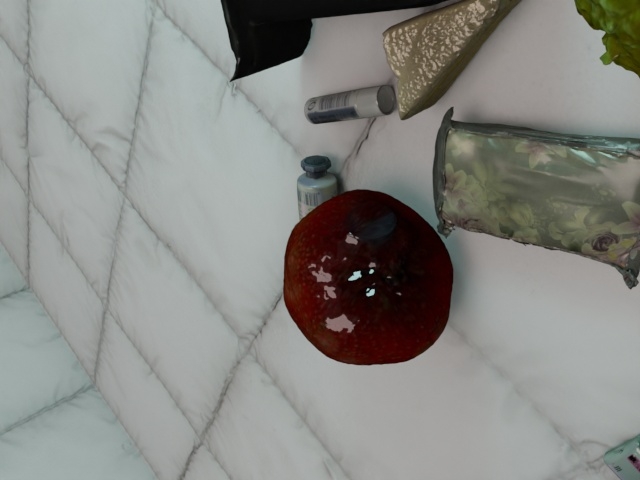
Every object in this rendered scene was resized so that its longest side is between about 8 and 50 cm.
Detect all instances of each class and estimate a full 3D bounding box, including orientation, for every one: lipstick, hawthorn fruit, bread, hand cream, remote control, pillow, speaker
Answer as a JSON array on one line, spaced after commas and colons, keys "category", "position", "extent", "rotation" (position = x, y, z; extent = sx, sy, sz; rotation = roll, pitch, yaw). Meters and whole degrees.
[{"category": "lipstick", "position": [0.036, -0.183, 0.786], "extent": [0.141, 0.040, 0.040], "rotation": [4, 113, 45]}, {"category": "hawthorn fruit", "position": [0.037, 0.055, 0.786], "extent": [0.266, 0.210, 0.230], "rotation": [-14, 96, 54]}, {"category": "bread", "position": [0.151, -0.202, 0.626], "extent": [0.152, 0.077, 0.105], "rotation": [-4, 112, 44]}, {"category": "hand cream", "position": [0.000, 0.000, 0.913], "extent": [0.095, 0.059, 0.276], "rotation": [23, 131, 36]}, {"category": "remote control", "position": [0.407, 0.306, 0.658], "extent": [0.166, 0.029, 0.065], "rotation": [49, 138, 17]}, {"category": "pillow", "position": [0.237, -0.054, 0.629], "extent": [0.254, 0.059, 0.169], "rotation": [19, 123, 38]}, {"category": "speaker", "position": [0.043, -0.288, 0.632], "extent": [0.388, 0.180, 0.184], "rotation": [13, 126, 43]}]

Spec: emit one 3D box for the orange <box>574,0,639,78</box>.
[{"category": "orange", "position": [0.302, -0.211, 0.356], "extent": [0.301, 0.223, 0.300], "rotation": [46, 142, 19]}]
